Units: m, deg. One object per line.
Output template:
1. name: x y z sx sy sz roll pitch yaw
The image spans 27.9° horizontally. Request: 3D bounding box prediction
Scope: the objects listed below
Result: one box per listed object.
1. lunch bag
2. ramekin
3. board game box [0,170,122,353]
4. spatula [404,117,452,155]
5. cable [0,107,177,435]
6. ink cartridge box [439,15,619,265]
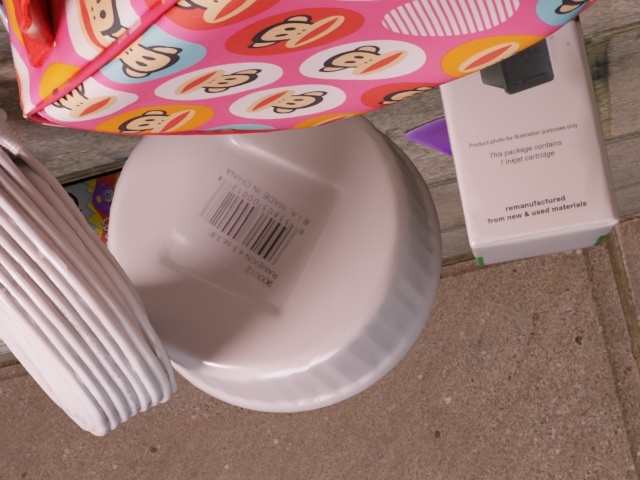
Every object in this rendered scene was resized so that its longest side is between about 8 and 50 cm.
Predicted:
1. lunch bag: -0.029 -0.130 0.618 0.258 0.120 0.293 -7 172 -37
2. ramekin: -0.042 0.000 1.072 0.277 0.277 0.135 -13 166 7
3. board game box: -0.283 0.029 1.384 0.275 0.142 0.144 -14 172 15
4. spatula: 0.222 -0.123 1.510 0.296 0.030 0.084 -5 168 -46
5. cable: -0.210 0.031 0.948 0.089 0.257 0.257 -38 171 -16
6. ink cartridge box: 0.116 -0.097 0.787 0.087 0.208 0.153 -10 173 8
